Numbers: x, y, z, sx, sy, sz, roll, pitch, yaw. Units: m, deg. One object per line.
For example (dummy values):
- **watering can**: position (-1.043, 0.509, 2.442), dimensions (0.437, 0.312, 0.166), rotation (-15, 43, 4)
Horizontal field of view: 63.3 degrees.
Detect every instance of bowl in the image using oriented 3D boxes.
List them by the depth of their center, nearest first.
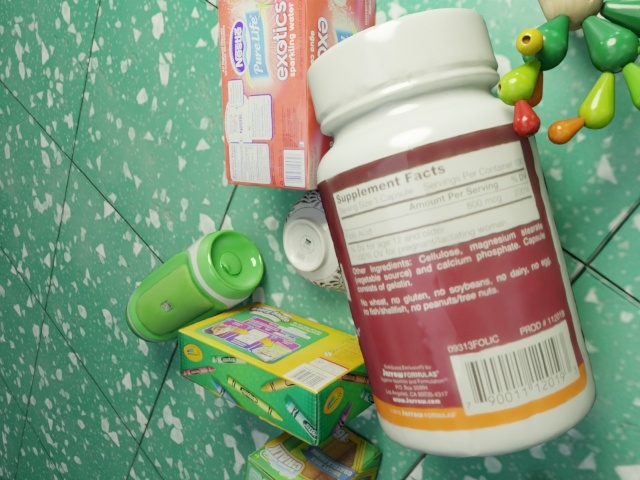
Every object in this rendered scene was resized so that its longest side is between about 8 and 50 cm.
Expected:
- **bowl**: position (0.000, 0.000, 0.739), dimensions (0.170, 0.080, 0.170), rotation (10, 105, 38)

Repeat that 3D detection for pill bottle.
- **pill bottle**: position (0.123, -0.009, 0.543), dimensions (0.224, 0.224, 0.391), rotation (-14, 91, 40)

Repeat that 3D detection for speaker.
- **speaker**: position (-0.231, 0.088, 0.917), dimensions (0.297, 0.131, 0.131), rotation (-31, 80, 39)

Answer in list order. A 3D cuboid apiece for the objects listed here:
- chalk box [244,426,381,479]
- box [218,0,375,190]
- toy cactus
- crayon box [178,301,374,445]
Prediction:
- **chalk box**: position (-0.031, 0.373, 0.761), dimensions (0.132, 0.213, 0.132), rotation (24, 114, 33)
- **box**: position (-0.029, -0.221, 0.670), dimensions (0.154, 0.142, 0.299), rotation (8, 105, 38)
- **toy cactus**: position (0.238, -0.185, 0.447), dimensions (0.219, 0.112, 0.180), rotation (-24, 66, 4)
- **crayon box**: position (-0.060, 0.180, 0.773), dimensions (0.279, 0.165, 0.081), rotation (13, 108, 37)
